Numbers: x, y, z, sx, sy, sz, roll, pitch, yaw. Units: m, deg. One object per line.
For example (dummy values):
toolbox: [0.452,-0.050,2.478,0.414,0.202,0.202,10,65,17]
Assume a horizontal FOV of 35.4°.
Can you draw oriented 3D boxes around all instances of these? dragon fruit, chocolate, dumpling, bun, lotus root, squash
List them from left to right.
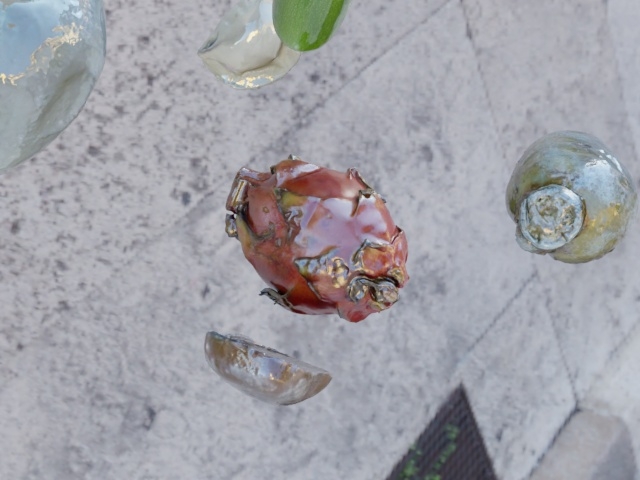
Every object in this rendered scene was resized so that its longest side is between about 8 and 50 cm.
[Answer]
bun: [-0.401,-0.241,1.096,0.194,0.354,0.355,-3,100,-69]
dumpling: [-0.088,-0.301,1.522,0.134,0.100,0.169,40,89,-27]
chocolate: [-0.084,0.204,1.514,0.080,0.156,0.254,-67,165,-4]
dragon fruit: [-0.004,-0.001,1.601,0.250,0.314,0.250,8,90,-75]
squash: [0.016,-0.334,1.074,0.101,0.101,0.379,-43,169,-34]
lotus root: [0.340,-0.067,1.357,0.349,0.174,0.175,-49,137,-70]
